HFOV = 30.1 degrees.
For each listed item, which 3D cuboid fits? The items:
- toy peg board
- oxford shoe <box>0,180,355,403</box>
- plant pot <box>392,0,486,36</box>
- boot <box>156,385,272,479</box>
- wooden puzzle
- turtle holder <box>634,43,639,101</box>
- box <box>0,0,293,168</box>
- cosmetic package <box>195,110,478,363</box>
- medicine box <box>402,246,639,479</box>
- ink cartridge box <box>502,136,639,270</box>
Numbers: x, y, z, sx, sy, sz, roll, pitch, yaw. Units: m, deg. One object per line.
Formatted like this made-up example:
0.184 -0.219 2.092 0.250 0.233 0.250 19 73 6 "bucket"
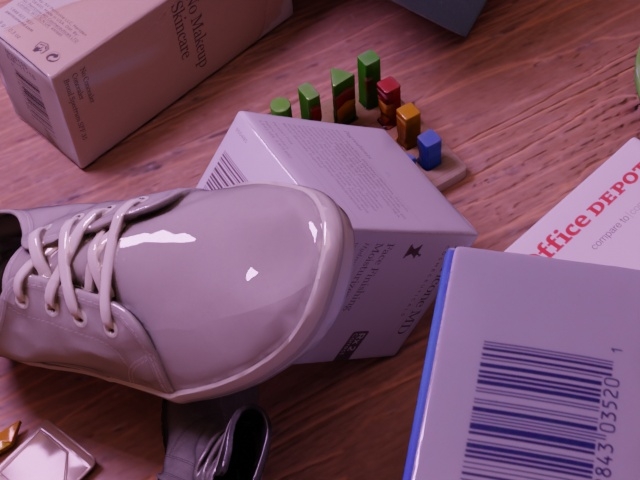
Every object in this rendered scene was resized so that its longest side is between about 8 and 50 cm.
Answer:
0.034 -0.100 1.175 0.161 0.079 0.161 -30 56 -16 "toy peg board"
-0.161 0.033 0.935 0.449 0.130 0.169 -4 68 43 "oxford shoe"
0.091 -0.404 1.227 0.252 0.248 0.247 -53 57 19 "plant pot"
-0.073 0.159 0.932 0.083 0.161 0.246 22 57 -16 "boot"
-0.239 0.197 1.020 0.078 0.014 0.116 -41 60 -18 "wooden puzzle"
0.416 -0.164 1.097 0.243 0.227 0.320 12 55 13 "turtle holder"
-0.182 -0.236 1.255 0.311 0.148 0.121 -41 61 -21 "box"
0.000 0.000 1.011 0.183 0.151 0.151 1 40 -45 "cosmetic package"
0.133 0.196 0.814 0.149 0.289 0.263 9 55 9 "medicine box"
0.303 0.073 0.998 0.207 0.117 0.283 -39 60 -22 "ink cartridge box"
